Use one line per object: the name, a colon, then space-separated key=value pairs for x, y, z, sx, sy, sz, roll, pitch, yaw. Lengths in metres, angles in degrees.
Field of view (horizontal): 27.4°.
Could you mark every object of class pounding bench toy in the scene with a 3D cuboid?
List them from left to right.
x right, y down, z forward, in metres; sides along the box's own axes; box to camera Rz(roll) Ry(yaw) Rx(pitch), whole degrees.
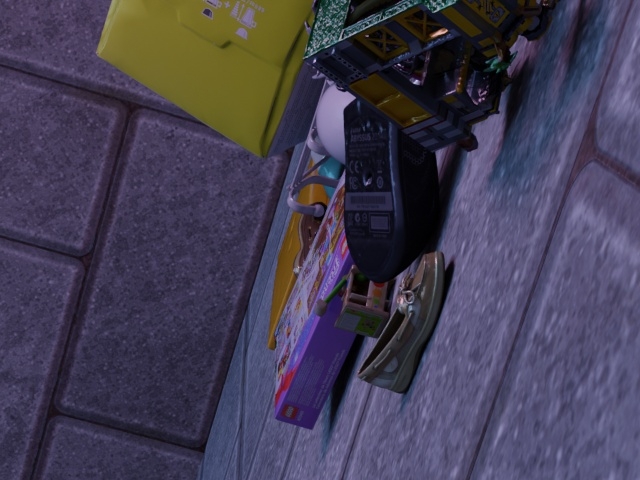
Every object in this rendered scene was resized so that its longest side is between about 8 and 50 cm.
pounding bench toy: x=0.037 y=0.064 z=1.510 sx=0.052 sy=0.083 sz=0.065 roll=113 pitch=170 yaw=-54

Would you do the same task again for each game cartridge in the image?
game cartridge: x=-0.034 y=0.014 z=2.532 sx=0.324 sy=0.052 sz=0.285 roll=-88 pitch=14 yaw=-57

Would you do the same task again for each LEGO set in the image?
LEGO set: x=0.143 y=-0.232 z=1.139 sx=0.255 sy=0.192 sz=0.331 roll=-27 pitch=43 yaw=40

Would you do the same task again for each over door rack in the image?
over door rack: x=0.068 y=-0.202 z=1.925 sx=0.324 sy=0.108 sz=0.239 roll=-58 pitch=-9 yaw=-52

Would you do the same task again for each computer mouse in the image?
computer mouse: x=0.082 y=-0.092 z=1.365 sx=0.188 sy=0.072 sz=0.272 roll=12 pitch=103 yaw=59

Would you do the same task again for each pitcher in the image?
pitcher: x=0.083 y=-0.168 z=1.628 sx=0.178 sy=0.125 sz=0.207 roll=-53 pitch=15 yaw=-2

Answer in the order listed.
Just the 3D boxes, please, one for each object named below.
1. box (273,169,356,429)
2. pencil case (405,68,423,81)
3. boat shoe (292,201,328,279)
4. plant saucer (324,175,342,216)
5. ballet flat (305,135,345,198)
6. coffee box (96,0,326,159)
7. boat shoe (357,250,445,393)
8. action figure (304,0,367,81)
box: x=0.013 y=0.070 z=1.699 sx=0.201 sy=0.057 sz=0.293 roll=-93 pitch=23 yaw=-60
pencil case: x=0.133 y=-0.269 z=1.461 sx=0.236 sy=0.104 sz=0.104 roll=-78 pitch=7 yaw=-52
boat shoe: x=0.000 y=0.000 z=2.204 sx=0.060 sy=0.064 sz=0.178 roll=-32 pitch=33 yaw=33
plant saucer: x=0.023 y=-0.003 z=2.048 sx=0.195 sy=0.037 sz=0.195 roll=-163 pitch=90 yaw=-84
ballet flat: x=0.020 y=-0.194 z=2.344 sx=0.083 sy=0.087 sz=0.247 roll=128 pitch=157 yaw=-74
coffee box: x=-0.086 y=-0.382 z=2.039 sx=0.334 sy=0.337 sz=0.338 roll=-33 pitch=-29 yaw=-57
boat shoe: x=0.079 y=0.076 z=1.250 sx=0.056 sy=0.048 sz=0.153 roll=-85 pitch=12 yaw=-60
action figure: x=0.064 y=-0.304 z=1.643 sx=0.185 sy=0.099 sz=0.285 roll=-8 pitch=42 yaw=48
